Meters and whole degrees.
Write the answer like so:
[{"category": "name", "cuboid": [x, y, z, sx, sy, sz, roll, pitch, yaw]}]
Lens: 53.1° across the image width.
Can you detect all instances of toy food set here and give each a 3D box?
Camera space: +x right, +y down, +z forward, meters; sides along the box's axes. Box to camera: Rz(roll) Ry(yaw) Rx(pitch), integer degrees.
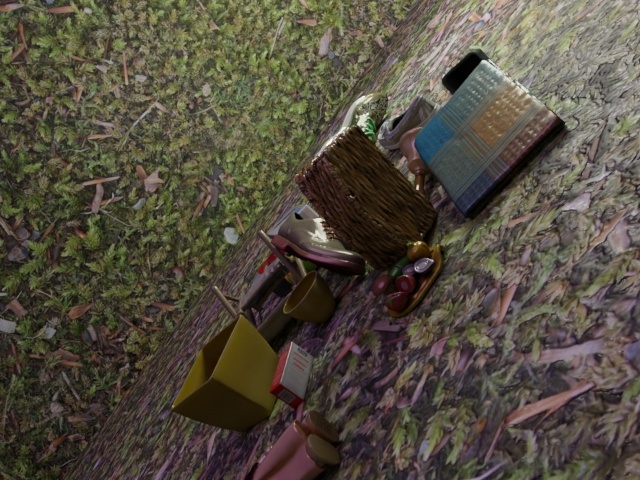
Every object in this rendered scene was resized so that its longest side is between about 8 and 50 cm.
[{"category": "toy food set", "cuboid": [0.164, 0.081, 1.299, 0.218, 0.071, 0.128, -55, 14, -9]}]

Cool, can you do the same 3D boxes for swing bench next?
[{"category": "swing bench", "cuboid": [-0.149, 0.158, 1.872, 0.253, 0.165, 0.255, -47, 52, 16]}]

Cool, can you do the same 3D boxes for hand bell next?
[{"category": "hand bell", "cuboid": [0.246, -0.152, 1.598, 0.126, 0.126, 0.242, -37, 32, 48]}]

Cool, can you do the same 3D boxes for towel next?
[{"category": "towel", "cuboid": [0.348, -0.232, 1.400, 0.271, 0.040, 0.370, -48, 29, 19]}]

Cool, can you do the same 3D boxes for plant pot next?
[{"category": "plant pot", "cuboid": [-0.212, 0.353, 1.602, 0.212, 0.187, 0.212, -41, 19, 39]}, {"category": "plant pot", "cuboid": [-0.017, 0.159, 1.643, 0.134, 0.095, 0.134, -48, 14, 16]}]

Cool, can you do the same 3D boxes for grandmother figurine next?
[{"category": "grandmother figurine", "cuboid": [-0.108, 0.462, 1.192, 0.342, 0.104, 0.208, -46, 6, 15]}]

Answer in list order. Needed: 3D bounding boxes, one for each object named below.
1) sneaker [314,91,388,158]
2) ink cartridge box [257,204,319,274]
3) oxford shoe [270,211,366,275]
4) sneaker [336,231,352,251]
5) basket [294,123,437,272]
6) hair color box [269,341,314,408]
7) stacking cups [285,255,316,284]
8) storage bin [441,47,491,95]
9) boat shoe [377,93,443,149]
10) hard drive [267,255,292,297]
[{"category": "sneaker", "cuboid": [0.161, -0.391, 2.448, 0.182, 0.158, 0.410, 25, 73, 44]}, {"category": "ink cartridge box", "cuboid": [-0.136, -0.002, 2.165, 0.261, 0.066, 0.296, -50, 10, -7]}, {"category": "oxford shoe", "cuboid": [0.000, 0.000, 1.700, 0.348, 0.123, 0.130, 21, 84, 45]}, {"category": "sneaker", "cuboid": [0.055, 0.016, 1.815, 0.262, 0.099, 0.121, 10, 102, 58]}, {"category": "basket", "cuboid": [0.072, -0.064, 1.450, 0.223, 0.299, 0.213, -37, 10, 44]}, {"category": "hair color box", "cuboid": [-0.064, 0.309, 1.477, 0.043, 0.072, 0.141, -44, 15, 31]}, {"category": "stacking cups", "cuboid": [0.007, 0.008, 1.960, 0.316, 0.096, 0.096, -45, 16, 23]}, {"category": "storage bin", "cuboid": [0.426, -0.496, 1.856, 0.135, 0.098, 0.091, -40, 8, 40]}, {"category": "boat shoe", "cuboid": [0.267, -0.379, 2.037, 0.118, 0.103, 0.320, -57, 15, -17]}, {"category": "hard drive", "cuboid": [-0.089, 0.045, 2.226, 0.237, 0.064, 0.339, -51, 13, 7]}]
